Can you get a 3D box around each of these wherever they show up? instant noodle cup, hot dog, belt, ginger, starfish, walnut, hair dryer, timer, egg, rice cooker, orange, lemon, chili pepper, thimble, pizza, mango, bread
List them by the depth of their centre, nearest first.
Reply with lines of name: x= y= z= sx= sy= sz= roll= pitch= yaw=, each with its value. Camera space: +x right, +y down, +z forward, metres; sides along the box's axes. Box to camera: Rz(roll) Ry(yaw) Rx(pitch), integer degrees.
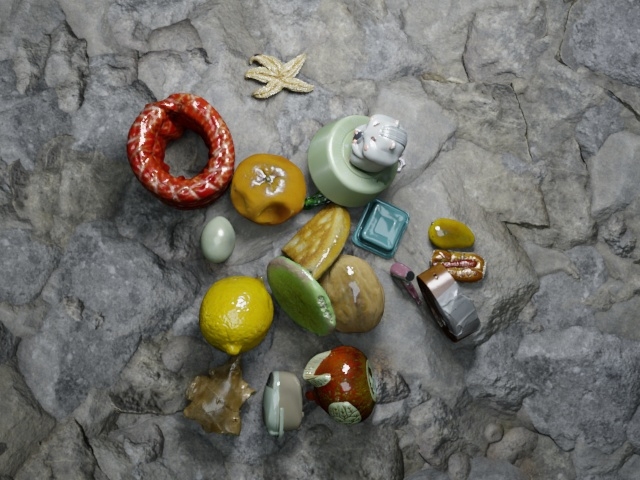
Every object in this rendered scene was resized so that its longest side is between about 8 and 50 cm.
timer: x=0.147 y=-0.275 z=1.722 sx=0.290 sy=0.315 sz=0.291 roll=5 pitch=78 yaw=-23
bread: x=-0.071 y=0.176 z=1.743 sx=0.045 sy=0.301 sz=0.301 roll=-37 pitch=88 yaw=-29
lemon: x=-0.264 y=0.234 z=1.745 sx=0.228 sy=0.228 sz=0.253 roll=25 pitch=50 yaw=-1
pizza: x=0.019 y=0.000 z=1.779 sx=0.258 sy=0.268 sz=0.087 roll=-45 pitch=114 yaw=-3
walnut: x=0.092 y=0.167 z=1.780 sx=0.225 sy=0.225 sz=0.261 roll=-23 pitch=93 yaw=-5
rice cooker: x=-0.120 y=0.514 z=1.780 sx=0.127 sy=0.145 sz=0.206 roll=-3 pitch=88 yaw=-14
ginger: x=-0.312 y=0.476 z=1.787 sx=0.219 sy=0.123 sz=0.270 roll=15 pitch=75 yaw=-5
thimble: x=-0.436 y=-0.271 z=1.788 sx=0.350 sy=0.230 sz=0.350 roll=0 pitch=85 yaw=-5
orange: x=-0.167 y=-0.177 z=1.806 sx=0.249 sy=0.183 sz=0.249 roll=4 pitch=70 yaw=-11
belt: x=0.409 y=0.201 z=1.808 sx=0.105 sy=0.184 sz=0.261 roll=-29 pitch=100 yaw=-6
egg: x=-0.332 y=-0.003 z=1.825 sx=0.114 sy=0.114 sz=0.152 roll=4 pitch=80 yaw=-3
hair dryer: x=0.298 y=0.147 z=1.868 sx=0.054 sy=0.106 sz=0.154 roll=-36 pitch=112 yaw=-8
instant noodle cup: x=0.208 y=-0.045 z=1.883 sx=0.157 sy=0.070 sz=0.179 roll=25 pitch=83 yaw=-2
chili pepper: x=0.039 y=-0.201 z=1.888 sx=0.122 sy=0.065 sz=0.279 roll=34 pitch=82 yaw=11
mango: x=0.439 y=-0.019 z=1.889 sx=0.161 sy=0.076 sz=0.103 roll=12 pitch=80 yaw=-6
hot dog: x=0.460 y=0.086 z=1.892 sx=0.191 sy=0.059 sz=0.108 roll=7 pitch=81 yaw=0
starfish: x=-0.132 y=-0.562 z=1.912 sx=0.238 sy=0.071 sz=0.216 roll=26 pitch=90 yaw=-7

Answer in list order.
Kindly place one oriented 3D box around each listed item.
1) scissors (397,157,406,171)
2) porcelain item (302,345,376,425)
scissors: x=0.196 y=-0.275 z=1.928 sx=0.189 sy=0.015 sz=0.100 roll=-9 pitch=87 yaw=-3
porcelain item: x=0.053 y=0.458 z=1.761 sx=0.253 sy=0.253 sz=0.253 roll=0 pitch=85 yaw=-3
